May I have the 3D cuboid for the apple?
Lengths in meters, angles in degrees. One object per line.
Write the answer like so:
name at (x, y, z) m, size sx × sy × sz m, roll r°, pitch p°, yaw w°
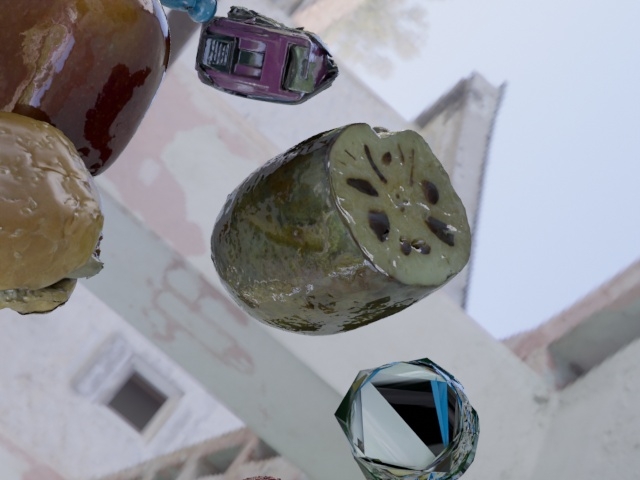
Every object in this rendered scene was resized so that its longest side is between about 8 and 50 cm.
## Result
apple at (-0.350, -0.245, 1.426) m, size 0.288 × 0.288 × 0.317 m, roll 170°, pitch -64°, yaw -78°

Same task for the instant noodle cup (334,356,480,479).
instant noodle cup at (0.143, 0.296, 1.732) m, size 0.240 × 0.240 × 0.178 m, roll -50°, pitch 163°, yaw -7°

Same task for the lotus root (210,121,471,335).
lotus root at (0.000, 0.000, 1.361) m, size 0.346 × 0.250 × 0.250 m, roll -22°, pitch -153°, yaw 54°

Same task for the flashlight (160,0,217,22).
flashlight at (-0.217, -0.374, 1.635) m, size 0.051 × 0.129 × 0.051 m, roll -27°, pitch -126°, yaw 44°

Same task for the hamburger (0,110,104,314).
hamburger at (-0.381, -0.038, 1.187) m, size 0.283 × 0.259 × 0.144 m, roll -2°, pitch 136°, yaw -45°

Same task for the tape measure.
tape measure at (-0.092, -0.320, 1.855) m, size 0.231 × 0.245 × 0.149 m, roll -48°, pitch 149°, yaw -73°

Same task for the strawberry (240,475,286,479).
strawberry at (-0.155, 0.566, 2.064) m, size 0.261 × 0.257 × 0.261 m, roll -25°, pitch 147°, yaw -17°

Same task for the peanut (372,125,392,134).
peanut at (0.095, -0.099, 1.538) m, size 0.228 × 0.085 × 0.104 m, roll -109°, pitch -161°, yaw -70°
